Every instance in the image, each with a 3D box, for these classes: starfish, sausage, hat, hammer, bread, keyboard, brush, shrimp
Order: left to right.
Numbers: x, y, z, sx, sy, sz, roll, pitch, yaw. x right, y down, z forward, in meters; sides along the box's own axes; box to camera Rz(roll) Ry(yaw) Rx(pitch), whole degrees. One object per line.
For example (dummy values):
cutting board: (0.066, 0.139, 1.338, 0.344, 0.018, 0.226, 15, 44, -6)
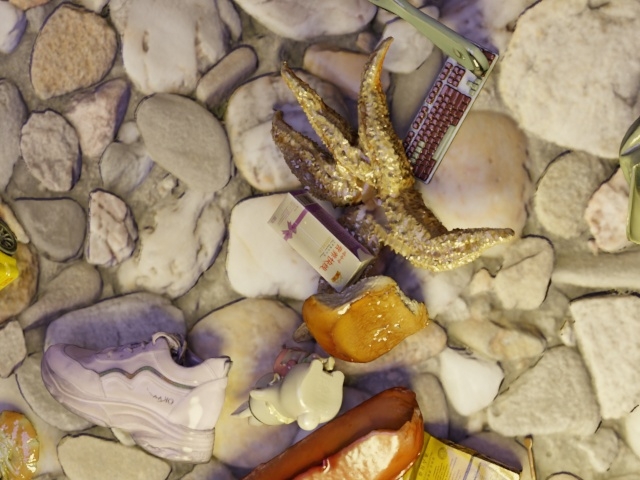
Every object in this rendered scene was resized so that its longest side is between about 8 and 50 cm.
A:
shrimp: (-0.414, 0.303, 1.569, 0.091, 0.043, 0.184, 28, 96, 17)
sausage: (-0.016, 0.276, 1.391, 0.330, 0.102, 0.102, -34, 76, 17)
starfish: (0.031, -0.070, 1.399, 0.301, 0.084, 0.294, -29, 83, 35)
bread: (0.049, 0.092, 1.359, 0.126, 0.129, 0.044, -26, 46, 19)
brush: (0.088, -0.287, 1.403, 0.297, 0.068, 0.060, 40, 80, 21)
keyboard: (0.138, -0.148, 1.399, 0.055, 0.017, 0.166, 31, 98, 20)
hammer: (0.234, 0.274, 1.341, 0.029, 0.014, 0.123, -11, 81, 24)
hat: (0.366, -0.074, 1.289, 0.122, 0.081, 0.166, 2, 105, -17)

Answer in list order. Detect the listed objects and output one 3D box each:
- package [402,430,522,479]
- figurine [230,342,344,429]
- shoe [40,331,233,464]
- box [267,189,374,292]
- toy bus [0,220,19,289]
package: (0.151, 0.260, 1.354, 0.131, 0.047, 0.071, 22, 95, 20)
figurine: (-0.033, 0.172, 1.422, 0.081, 0.098, 0.146, 50, 149, -19)
shoe: (-0.217, 0.160, 1.480, 0.245, 0.095, 0.138, 25, 92, 17)
box: (0.000, 0.000, 1.362, 0.117, 0.036, 0.051, 45, 118, 14)
toy bus: (-0.526, -0.061, 1.575, 0.144, 0.152, 0.330, -35, 76, 16)
